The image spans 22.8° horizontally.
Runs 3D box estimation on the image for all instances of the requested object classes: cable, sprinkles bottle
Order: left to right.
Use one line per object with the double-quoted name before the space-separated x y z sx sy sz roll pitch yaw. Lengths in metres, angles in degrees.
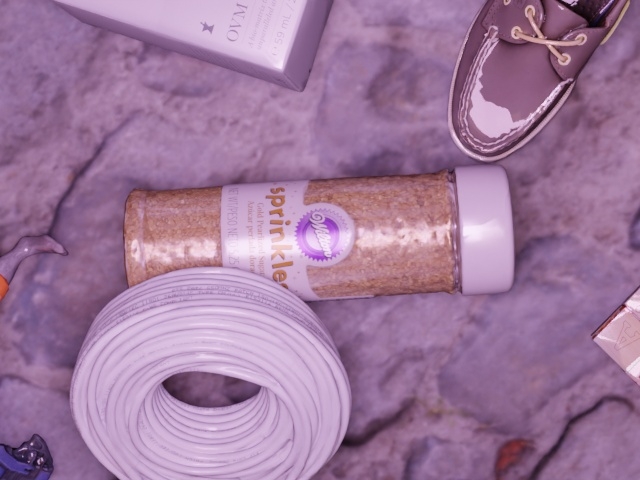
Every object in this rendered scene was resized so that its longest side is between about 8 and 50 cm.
"cable" -0.098 0.140 1.458 0.257 0.089 0.257 -36 118 24
"sprinkles bottle" 0.000 0.000 1.481 0.355 0.121 0.121 -4 95 3

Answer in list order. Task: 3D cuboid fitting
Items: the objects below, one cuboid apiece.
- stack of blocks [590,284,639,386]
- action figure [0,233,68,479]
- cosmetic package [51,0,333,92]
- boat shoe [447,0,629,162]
"stack of blocks" 0.415 0.045 1.475 0.171 0.087 0.297 45 95 7
"action figure" -0.382 0.110 1.490 0.341 0.178 0.330 38 83 -45
"cosmetic package" -0.094 -0.278 1.418 0.224 0.138 0.224 18 90 8
"boat shoe" 0.220 -0.217 1.463 0.116 0.097 0.324 33 96 -1
